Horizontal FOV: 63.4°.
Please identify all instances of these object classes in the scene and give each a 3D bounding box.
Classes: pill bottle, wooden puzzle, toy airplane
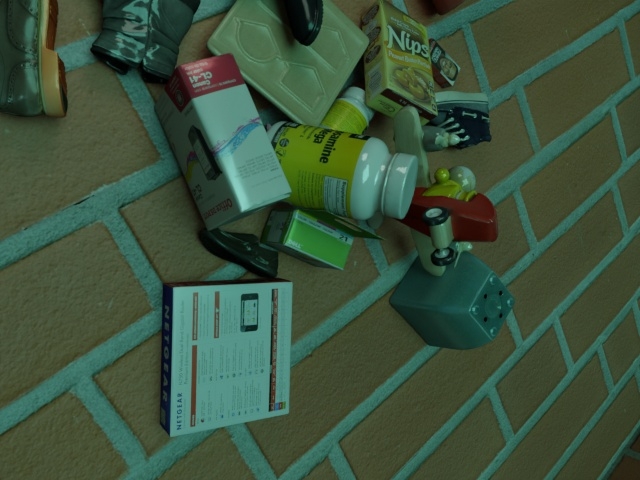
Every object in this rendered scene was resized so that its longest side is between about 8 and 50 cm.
[{"bbox_3d":[0.050,-0.292,1.347,0.119,0.119,0.208,46,70,-26],"label":"pill bottle"},{"bbox_3d":[-0.073,-0.478,1.272,0.322,0.080,0.348,36,69,-23],"label":"wooden puzzle"},{"bbox_3d":[0.040,-0.152,1.171,0.188,0.333,0.188,14,90,-72],"label":"pill bottle"},{"bbox_3d":[0.278,-0.111,1.357,0.272,0.386,0.384,-32,78,-20],"label":"toy airplane"}]

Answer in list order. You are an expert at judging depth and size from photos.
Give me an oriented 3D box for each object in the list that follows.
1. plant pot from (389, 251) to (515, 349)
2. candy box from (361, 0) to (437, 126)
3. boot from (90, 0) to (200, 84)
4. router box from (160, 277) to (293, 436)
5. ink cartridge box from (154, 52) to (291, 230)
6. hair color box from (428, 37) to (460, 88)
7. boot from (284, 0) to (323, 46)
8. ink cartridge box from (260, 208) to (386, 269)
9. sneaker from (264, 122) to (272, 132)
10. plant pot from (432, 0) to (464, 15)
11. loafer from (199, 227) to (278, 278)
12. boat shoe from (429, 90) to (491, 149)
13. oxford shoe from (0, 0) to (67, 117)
[{"bbox_3d":[0.411,0.175,1.531,0.248,0.252,0.247,46,70,-26],"label":"plant pot"},{"bbox_3d":[0.209,-0.473,1.389,0.183,0.087,0.317,17,60,-33],"label":"candy box"},{"bbox_3d":[-0.418,-0.473,1.038,0.338,0.118,0.223,22,84,-30],"label":"boot"},{"bbox_3d":[-0.218,0.262,1.232,0.301,0.082,0.336,1,92,-33],"label":"router box"},{"bbox_3d":[-0.212,-0.196,1.091,0.131,0.226,0.306,-24,93,-31],"label":"ink cartridge box"},{"bbox_3d":[0.357,-0.536,1.574,0.141,0.043,0.072,33,75,-31],"label":"hair color box"},{"bbox_3d":[-0.102,-0.575,1.160,0.207,0.094,0.247,8,75,-32],"label":"boot"},{"bbox_3d":[0.000,0.000,1.252,0.188,0.255,0.097,25,80,-31],"label":"ink cartridge box"},{"bbox_3d":[-0.130,-0.228,1.287,0.057,0.047,0.119,-19,108,-4],"label":"sneaker"},{"bbox_3d":[0.380,-0.824,1.457,0.243,0.275,0.275,47,69,-17],"label":"plant pot"},{"bbox_3d":[-0.190,0.016,1.245,0.220,0.080,0.078,33,63,-32],"label":"loafer"},{"bbox_3d":[0.394,-0.354,1.557,0.340,0.127,0.158,-12,92,-32],"label":"boat shoe"},{"bbox_3d":[-0.555,-0.410,0.950,0.132,0.130,0.364,-5,89,-18],"label":"oxford shoe"}]
